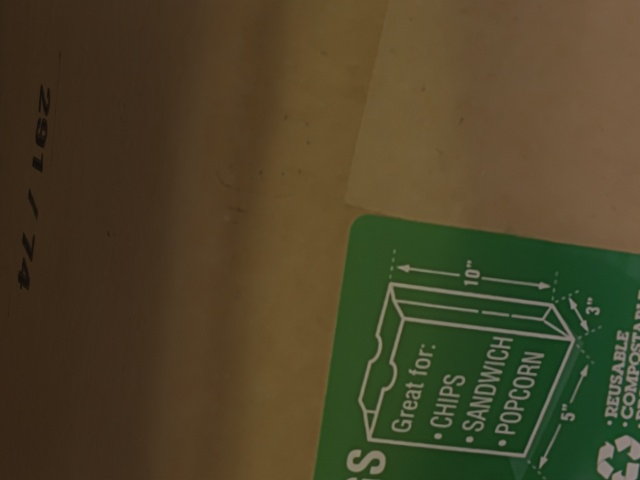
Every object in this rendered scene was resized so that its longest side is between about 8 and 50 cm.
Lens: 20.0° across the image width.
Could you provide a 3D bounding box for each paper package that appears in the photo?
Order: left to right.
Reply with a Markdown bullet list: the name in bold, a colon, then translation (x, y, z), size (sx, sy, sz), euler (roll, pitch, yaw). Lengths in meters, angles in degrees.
- **paper package**: translation (0.000, 0.000, 0.521), size (0.168, 0.309, 0.325), euler (7, 92, -19)
